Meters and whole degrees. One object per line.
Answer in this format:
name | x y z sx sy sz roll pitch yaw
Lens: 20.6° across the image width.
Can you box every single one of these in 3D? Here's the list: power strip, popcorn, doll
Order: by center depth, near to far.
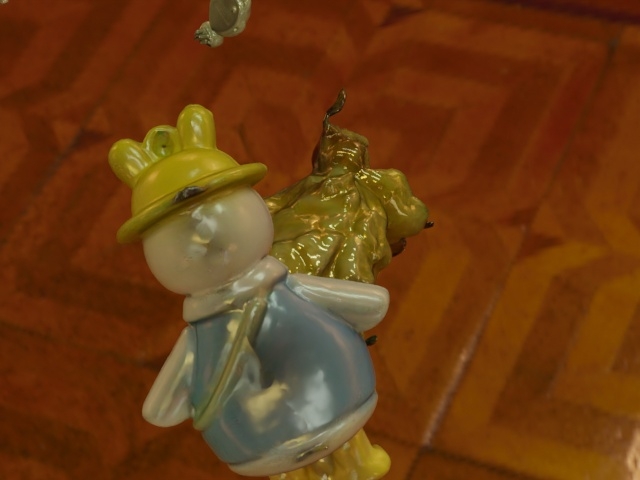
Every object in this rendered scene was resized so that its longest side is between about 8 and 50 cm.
doll | -0.041 0.041 0.995 0.135 0.241 0.099 -24 3 32
popcorn | 0.002 0.000 1.446 0.195 0.168 0.173 -40 97 -17
power strip | -0.105 -0.235 1.847 0.035 0.083 0.055 -15 66 -44

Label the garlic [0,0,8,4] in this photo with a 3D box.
garlic | -0.187 -0.130 0.846 0.074 0.113 0.094 -17 39 -15
